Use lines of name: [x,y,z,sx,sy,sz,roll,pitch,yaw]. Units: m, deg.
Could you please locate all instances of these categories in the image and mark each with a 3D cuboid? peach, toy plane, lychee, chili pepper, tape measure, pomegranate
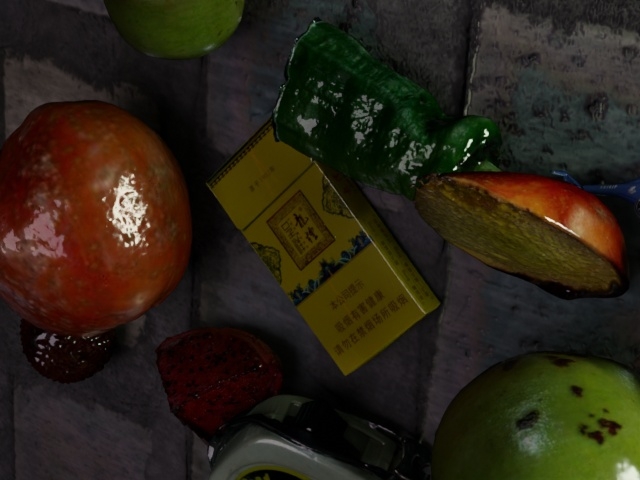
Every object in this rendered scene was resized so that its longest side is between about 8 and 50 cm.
peach: [0.187,-0.023,1.298,0.189,0.279,0.068,3,67,40]
toy plane: [0.298,-0.048,1.298,0.167,0.054,0.062,4,85,35]
lychee: [-0.329,0.118,1.789,0.123,0.123,0.129,-45,52,39]
chili pepper: [0.078,-0.110,1.401,0.270,0.099,0.136,30,94,24]
tape measure: [-0.014,0.258,1.595,0.207,0.115,0.235,38,128,-5]
pomegranate: [-0.134,-0.270,1.459,0.210,0.179,0.179,20,119,16]
pomegranate: [0.259,0.236,1.288,0.323,0.291,0.291,-19,96,40]

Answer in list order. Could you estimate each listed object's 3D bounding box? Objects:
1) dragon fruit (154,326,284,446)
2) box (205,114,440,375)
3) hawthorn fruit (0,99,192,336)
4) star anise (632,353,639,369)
dragon fruit: [-0.106,0.167,1.672,0.161,0.120,0.127,-27,49,14]
box: [0.000,0.001,1.544,0.279,0.041,0.153,54,131,7]
hawthorn fruit: [-0.279,-0.026,1.614,0.284,0.284,0.284,14,115,32]
star anise: [0.397,0.063,1.180,0.272,0.102,0.272,-2,83,18]
